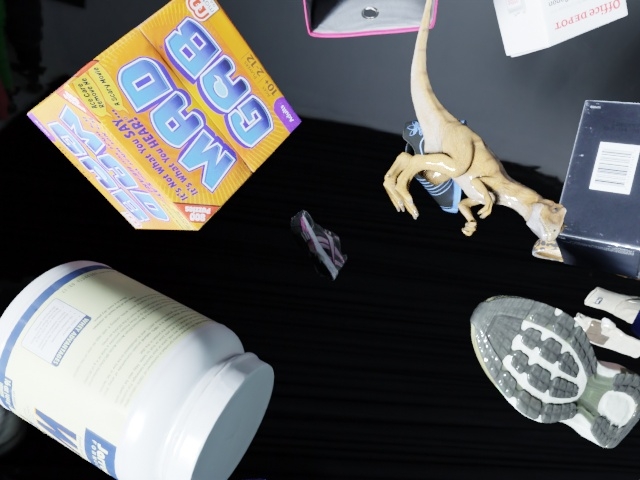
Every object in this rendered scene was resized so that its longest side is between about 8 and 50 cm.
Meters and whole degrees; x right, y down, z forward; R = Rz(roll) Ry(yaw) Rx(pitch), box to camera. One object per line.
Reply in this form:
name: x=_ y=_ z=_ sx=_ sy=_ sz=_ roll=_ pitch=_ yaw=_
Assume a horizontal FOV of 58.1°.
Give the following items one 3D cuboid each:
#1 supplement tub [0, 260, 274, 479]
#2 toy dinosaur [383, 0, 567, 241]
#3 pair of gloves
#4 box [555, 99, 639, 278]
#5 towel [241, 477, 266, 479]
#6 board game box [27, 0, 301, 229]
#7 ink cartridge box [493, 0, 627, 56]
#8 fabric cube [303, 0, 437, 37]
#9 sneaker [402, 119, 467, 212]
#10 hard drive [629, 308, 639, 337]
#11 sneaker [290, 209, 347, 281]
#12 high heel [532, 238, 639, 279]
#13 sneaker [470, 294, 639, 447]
supplement tub: x=-0.253 y=0.190 z=0.793 sx=0.235 sy=0.324 sz=0.235 roll=-55 pitch=-20 yaw=-32
toy dinosaur: x=0.099 y=-0.073 z=0.450 sx=0.211 sy=0.112 sz=0.064 roll=57 pitch=180 yaw=16
pair of gloves: x=0.791 y=0.216 z=1.536 sx=0.240 sy=0.204 sz=0.042 roll=90 pitch=-157 yaw=-50
box: x=0.633 y=-0.099 z=1.244 sx=0.294 sy=0.182 sz=0.296 roll=29 pitch=-104 yaw=-59
towel: x=-0.070 y=0.474 z=0.798 sx=0.308 sy=0.076 sz=0.227 roll=52 pitch=-177 yaw=29
board game box: x=-0.343 y=-0.272 z=1.272 sx=0.356 sy=0.356 sz=0.356 roll=3 pitch=47 yaw=53
ink cartridge box: x=0.416 y=-0.504 z=1.033 sx=0.117 sy=0.207 sz=0.283 roll=21 pitch=134 yaw=66
fabric cube: x=0.088 y=-0.578 z=1.089 sx=0.259 sy=0.254 sz=0.258 roll=81 pitch=-173 yaw=-60
sneaker: x=0.184 y=-0.119 z=0.920 sx=0.232 sy=0.090 sz=0.081 roll=66 pitch=-144 yaw=-61
hard drive: x=0.742 y=0.207 z=1.055 sx=0.319 sy=0.040 sz=0.210 roll=49 pitch=158 yaw=38
sneaker: x=0.000 y=0.000 z=1.267 sx=0.072 sy=0.077 sz=0.178 roll=13 pitch=140 yaw=48
high heel: x=0.699 y=0.056 z=1.514 sx=0.261 sy=0.186 sz=0.093 roll=50 pitch=156 yaw=49
sneaker: x=0.346 y=0.202 z=0.926 sx=0.158 sy=0.410 sz=0.182 roll=-57 pitch=30 yaw=-6
